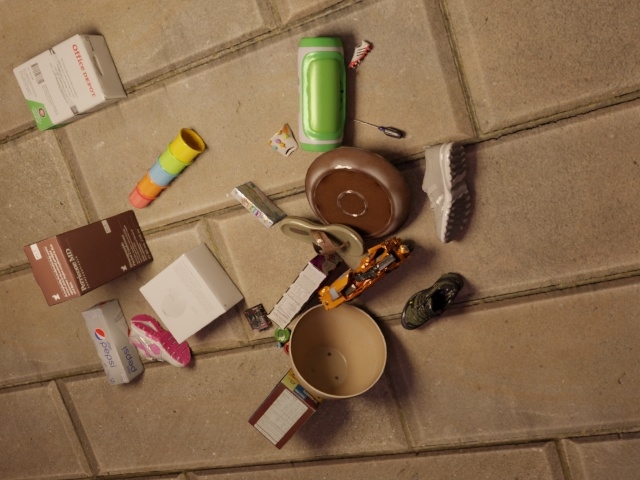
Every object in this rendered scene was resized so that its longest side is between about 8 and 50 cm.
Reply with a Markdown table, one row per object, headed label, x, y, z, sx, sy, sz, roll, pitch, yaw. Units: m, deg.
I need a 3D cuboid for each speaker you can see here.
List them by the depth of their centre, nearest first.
| label | x | y | z | sx | sy | sz | roll | pitch | yaw |
| --- | --- | --- | --- | --- | --- | --- | --- | --- | --- |
| speaker | 0.001 | -0.396 | 1.704 | 0.131 | 0.131 | 0.297 | 6 | 107 | 19 |

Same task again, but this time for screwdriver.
| label | x | y | z | sx | sy | sz | roll | pitch | yaw |
| --- | --- | --- | --- | --- | --- | --- | --- | --- | --- |
| screwdriver | 0.149 | -0.319 | 1.733 | 0.169 | 0.024 | 0.025 | 27 | 84 | 18 |

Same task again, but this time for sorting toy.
| label | x | y | z | sx | sy | sz | roll | pitch | yaw |
| --- | --- | --- | --- | --- | --- | --- | --- | --- | --- |
| sorting toy | -0.108 | -0.284 | 1.829 | 0.075 | 0.045 | 0.083 | 42 | 117 | -17 |
| sorting toy | -0.110 | 0.325 | 2.010 | 0.061 | 0.042 | 0.102 | -32 | 81 | 10 |

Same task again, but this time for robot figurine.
| label | x | y | z | sx | sy | sz | roll | pitch | yaw |
| --- | --- | --- | --- | --- | --- | --- | --- | --- | --- |
| robot figurine | 0.132 | 0.087 | 1.762 | 0.291 | 0.211 | 0.085 | -40 | 81 | 31 |

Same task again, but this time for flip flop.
| label | x | y | z | sx | sy | sz | roll | pitch | yaw |
| --- | --- | --- | --- | --- | --- | --- | --- | --- | --- |
| flip flop | 0.000 | 0.000 | 1.789 | 0.277 | 0.080 | 0.112 | 15 | 142 | 20 |

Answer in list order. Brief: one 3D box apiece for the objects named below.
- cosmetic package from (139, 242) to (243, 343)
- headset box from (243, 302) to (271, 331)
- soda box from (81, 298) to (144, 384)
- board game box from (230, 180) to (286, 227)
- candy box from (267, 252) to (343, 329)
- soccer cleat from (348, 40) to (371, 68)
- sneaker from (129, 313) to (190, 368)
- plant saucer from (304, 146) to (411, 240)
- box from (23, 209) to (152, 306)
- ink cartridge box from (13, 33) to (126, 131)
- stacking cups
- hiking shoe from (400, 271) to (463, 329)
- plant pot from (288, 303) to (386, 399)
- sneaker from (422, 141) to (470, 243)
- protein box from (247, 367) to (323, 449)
| label | x | y | z | sx | sy | sz | roll | pitch | yaw |
| --- | --- | --- | --- | --- | --- | --- | --- | --- | --- |
| cosmetic package | -0.413 | 0.169 | 2.016 | 0.224 | 0.138 | 0.224 | -35 | 92 | 27 |
| headset box | -0.201 | 0.253 | 2.022 | 0.062 | 0.032 | 0.083 | -24 | 95 | 24 |
| soda box | -0.730 | 0.358 | 2.210 | 0.091 | 0.098 | 0.286 | -13 | 100 | 24 |
| board game box | -0.183 | -0.108 | 1.868 | 0.154 | 0.103 | 0.026 | 43 | 115 | 4 |
| candy box | -0.044 | 0.142 | 1.861 | 0.071 | 0.159 | 0.233 | 41 | 116 | 5 |
| soccer cleat | 0.101 | -0.501 | 1.690 | 0.036 | 0.029 | 0.083 | 48 | 112 | 11 |
| sneaker | -0.556 | 0.365 | 2.156 | 0.252 | 0.103 | 0.111 | 34 | 118 | 15 |
| plant saucer | 0.095 | -0.112 | 1.734 | 0.310 | 0.050 | 0.311 | 13 | 133 | 14 |
| box | -0.709 | 0.043 | 1.952 | 0.143 | 0.381 | 0.191 | -17 | 99 | 23 |
| ink cartridge box | -0.783 | -0.493 | 1.963 | 0.289 | 0.121 | 0.211 | -16 | 100 | 23 |
| stacking cups | -0.490 | -0.218 | 1.967 | 0.316 | 0.096 | 0.096 | -39 | 90 | 30 |
| hiking shoe | 0.302 | 0.182 | 1.770 | 0.086 | 0.114 | 0.227 | 44 | 115 | 4 |
| plant pot | 0.034 | 0.352 | 1.860 | 0.284 | 0.284 | 0.191 | 34 | 149 | 8 |
| sneaker | 0.333 | -0.132 | 1.694 | 0.115 | 0.105 | 0.281 | 17 | 116 | 47 |
| protein box | -0.088 | 0.499 | 1.960 | 0.136 | 0.200 | 0.201 | 40 | 115 | 5 |
